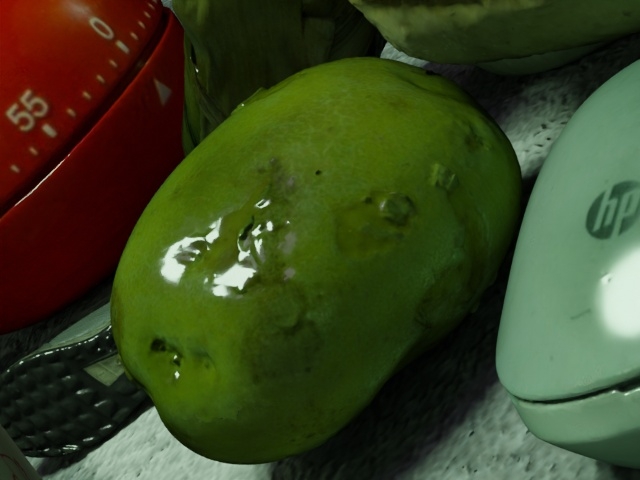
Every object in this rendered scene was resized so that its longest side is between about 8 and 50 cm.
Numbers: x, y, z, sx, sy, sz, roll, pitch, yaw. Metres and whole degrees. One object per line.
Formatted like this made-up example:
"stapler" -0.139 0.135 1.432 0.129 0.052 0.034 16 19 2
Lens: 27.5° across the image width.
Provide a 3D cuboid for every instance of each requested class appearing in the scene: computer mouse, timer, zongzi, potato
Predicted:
"computer mouse" 0.147 -0.027 0.534 0.159 0.097 0.288 -29 23 33
"timer" -0.281 -0.087 1.158 0.378 0.279 0.378 -35 23 17
"zongzi" -0.050 -0.098 0.843 0.274 0.125 0.251 -62 -13 -2
"potato" 0.000 0.000 0.664 0.186 0.148 0.253 -25 26 42

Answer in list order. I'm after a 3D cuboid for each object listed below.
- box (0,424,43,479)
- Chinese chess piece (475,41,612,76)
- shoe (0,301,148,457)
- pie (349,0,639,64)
"box" -0.245 0.165 0.456 0.300 0.312 0.314 -35 24 -9
"Chinese chess piece" 0.174 -0.219 0.871 0.250 0.101 0.250 -35 21 15
"shoe" -0.138 0.078 0.875 0.194 0.074 0.077 -34 9 12
"pie" 0.151 -0.199 0.668 0.315 0.092 0.315 -26 34 19
